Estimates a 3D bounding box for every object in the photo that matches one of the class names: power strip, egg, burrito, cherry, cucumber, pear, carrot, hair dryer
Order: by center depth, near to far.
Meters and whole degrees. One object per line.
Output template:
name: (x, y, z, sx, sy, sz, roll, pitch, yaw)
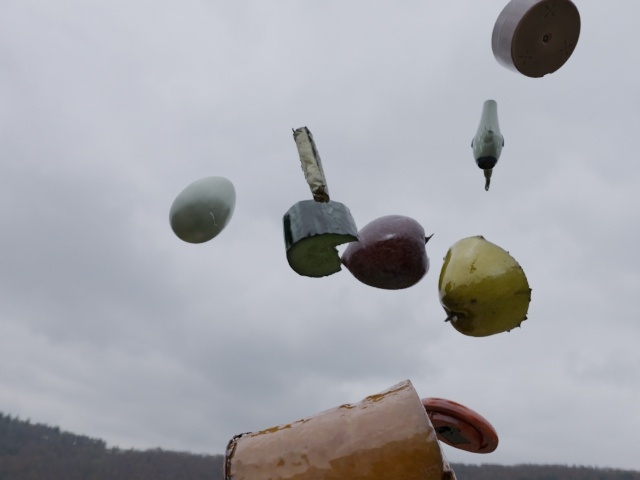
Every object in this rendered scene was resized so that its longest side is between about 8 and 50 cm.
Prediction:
carrot: (0.031, 0.295, 0.640, 0.254, 0.196, 0.196, -18, -33, 2)
power strip: (0.410, -0.395, 0.997, 0.154, 0.078, 0.154, -8, -58, -13)
burrito: (-0.020, -0.163, 1.101, 0.045, 0.186, 0.041, -20, -23, 13)
hair dryer: (0.381, -0.215, 1.174, 0.067, 0.167, 0.199, 4, -11, 21)
pear: (0.370, 0.131, 1.281, 0.178, 0.267, 0.267, -18, -9, -44)
cucumber: (-0.010, 0.001, 1.291, 0.191, 0.130, 0.191, -3, -45, -3)
egg: (-0.311, -0.085, 1.400, 0.151, 0.209, 0.151, 36, -17, 13)
cherry: (0.207, 0.040, 1.591, 0.300, 0.230, 0.203, -11, 6, 2)

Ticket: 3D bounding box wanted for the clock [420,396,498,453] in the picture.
clock: (0.314, 0.440, 1.228, 0.205, 0.051, 0.205, 23, -33, 16)
